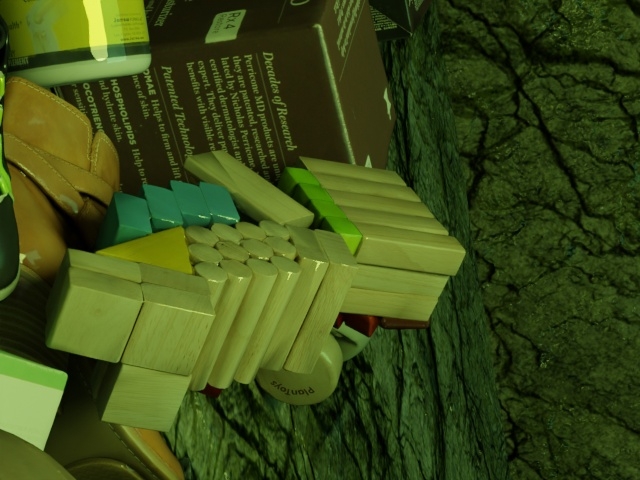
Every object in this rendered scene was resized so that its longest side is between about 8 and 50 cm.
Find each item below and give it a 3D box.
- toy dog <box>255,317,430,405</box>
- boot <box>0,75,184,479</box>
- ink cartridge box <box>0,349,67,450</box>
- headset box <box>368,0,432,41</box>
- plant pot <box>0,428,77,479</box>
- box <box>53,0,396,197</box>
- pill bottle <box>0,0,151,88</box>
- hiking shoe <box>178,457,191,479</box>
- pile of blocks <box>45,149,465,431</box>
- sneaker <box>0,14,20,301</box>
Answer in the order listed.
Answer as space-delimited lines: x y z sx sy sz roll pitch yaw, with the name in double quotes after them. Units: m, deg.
0.000 0.000 1.513 0.333 0.161 0.220 63 25 -52 "toy dog"
-0.158 0.050 1.065 0.283 0.109 0.220 51 32 -50 "boot"
-0.206 0.160 0.799 0.171 0.056 0.235 39 67 -72 "ink cartridge box"
-0.007 -0.255 1.487 0.293 0.218 0.110 -60 141 -64 "headset box"
-0.212 0.188 0.556 0.229 0.263 0.263 12 71 -56 "plant pot"
-0.066 -0.109 1.240 0.168 0.203 0.167 -74 153 -57 "box"
-0.172 -0.193 1.075 0.103 0.103 0.184 -26 108 -74 "pill bottle"
-0.068 0.321 1.217 0.132 0.113 0.304 -48 130 -69 "hiking shoe"
-0.060 0.032 1.041 0.362 0.149 0.112 -12 133 -53 "pile of blocks"
-0.204 -0.076 0.867 0.084 0.097 0.234 -28 102 -47 "sneaker"
